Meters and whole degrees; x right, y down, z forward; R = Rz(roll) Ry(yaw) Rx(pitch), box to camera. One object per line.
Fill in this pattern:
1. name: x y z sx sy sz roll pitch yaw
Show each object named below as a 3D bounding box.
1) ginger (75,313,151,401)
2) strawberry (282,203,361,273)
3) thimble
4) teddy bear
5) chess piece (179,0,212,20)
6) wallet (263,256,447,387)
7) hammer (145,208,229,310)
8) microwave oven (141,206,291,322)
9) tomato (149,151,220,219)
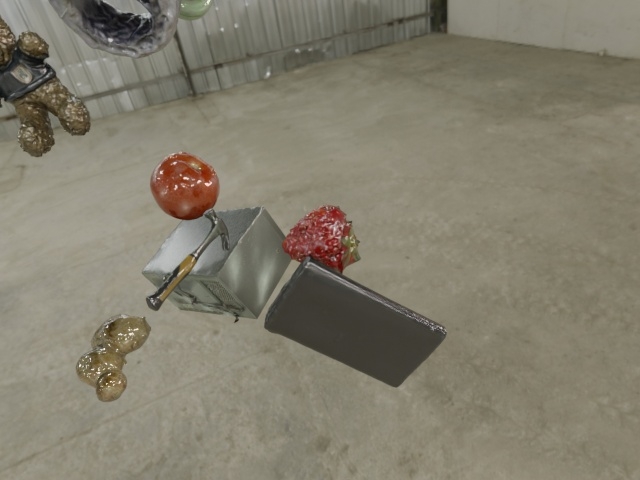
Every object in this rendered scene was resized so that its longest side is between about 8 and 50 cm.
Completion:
1. ginger: -0.728 0.405 1.559 0.245 0.155 0.304 -5 55 20
2. strawberry: 0.000 0.000 1.182 0.202 0.184 0.187 -11 7 15
3. thimble: -0.402 -0.494 0.887 0.217 0.245 0.157 -34 46 30
4. teddy bear: -0.512 -0.266 0.772 0.182 0.251 0.129 -33 15 5
5. chess piece: -0.305 -0.668 1.083 0.139 0.139 0.272 -32 6 -28
6. wallet: 0.085 0.213 1.110 0.406 0.228 0.062 28 23 -15
7. hammer: -0.218 0.038 0.755 0.021 0.078 0.201 -3 42 37
8. microwave oven: -0.370 0.084 1.613 0.432 0.236 0.374 -2 47 38
9. tomato: -0.423 -0.164 1.396 0.208 0.184 0.208 28 28 -16
